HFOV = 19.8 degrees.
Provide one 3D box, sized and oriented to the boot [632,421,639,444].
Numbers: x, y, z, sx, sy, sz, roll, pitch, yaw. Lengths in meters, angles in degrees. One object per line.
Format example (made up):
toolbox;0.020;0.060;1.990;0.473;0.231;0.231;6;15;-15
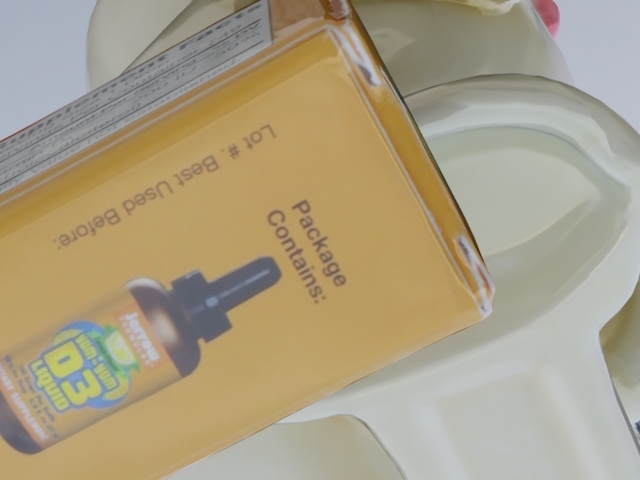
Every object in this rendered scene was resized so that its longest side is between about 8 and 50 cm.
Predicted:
boot;0.203;0.127;0.884;0.069;0.190;0.086;-46;-158;-27

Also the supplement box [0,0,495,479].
supplement box;-0.080;0.026;0.438;0.233;0.078;0.080;-27;-163;8

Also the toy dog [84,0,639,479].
toy dog;0.000;0.000;0.750;0.395;0.284;0.408;-26;-149;20
